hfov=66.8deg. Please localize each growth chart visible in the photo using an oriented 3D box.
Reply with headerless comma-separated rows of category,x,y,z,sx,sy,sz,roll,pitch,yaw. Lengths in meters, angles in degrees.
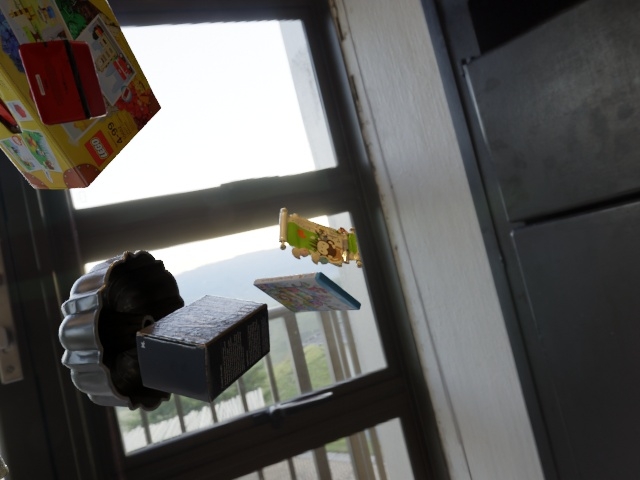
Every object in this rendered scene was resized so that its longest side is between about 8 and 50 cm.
growth chart,0.000,0.000,1.178,0.237,0.172,0.021,16,-53,-26

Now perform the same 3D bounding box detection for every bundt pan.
bundt pan,-0.409,0.190,1.010,0.124,0.331,0.331,-10,-3,11

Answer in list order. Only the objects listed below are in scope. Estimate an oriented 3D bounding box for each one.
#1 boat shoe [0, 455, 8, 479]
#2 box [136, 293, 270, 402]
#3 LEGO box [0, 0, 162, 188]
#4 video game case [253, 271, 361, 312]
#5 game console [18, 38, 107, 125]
boat shoe,-0.684,0.463,0.913,0.063,0.059,0.170,-11,8,24
box,-0.209,0.190,0.903,0.153,0.108,0.207,5,16,25
LEGO box,-0.650,-0.431,1.146,0.193,0.500,0.372,2,46,22
video game case,-0.026,0.096,0.872,0.166,0.015,0.119,-10,-39,41
game console,-0.486,-0.302,0.927,0.124,0.144,0.085,-18,21,-24
